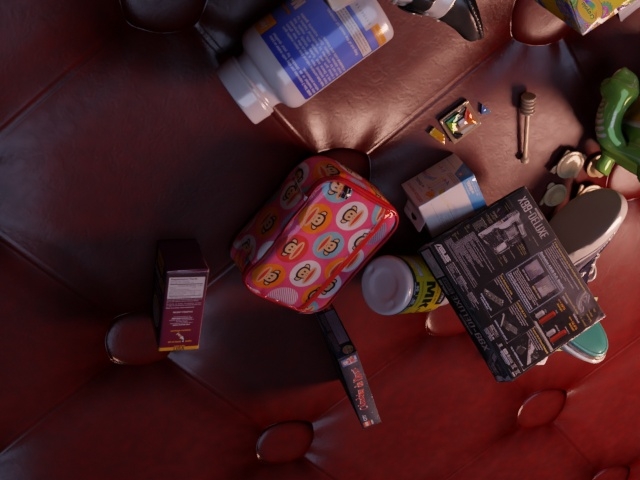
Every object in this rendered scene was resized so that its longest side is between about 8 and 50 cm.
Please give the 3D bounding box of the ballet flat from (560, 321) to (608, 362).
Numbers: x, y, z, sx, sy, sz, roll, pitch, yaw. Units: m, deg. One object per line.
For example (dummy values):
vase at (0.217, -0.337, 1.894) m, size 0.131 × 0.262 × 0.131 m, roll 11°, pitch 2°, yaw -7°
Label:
ballet flat at (0.425, 0.116, 1.883) m, size 0.400 × 0.139 × 0.139 m, roll 42°, pitch 104°, yaw -2°

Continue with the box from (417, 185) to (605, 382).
box at (0.374, 0.084, 1.759) m, size 0.242 × 0.076 × 0.308 m, roll -31°, pitch 87°, yaw -16°

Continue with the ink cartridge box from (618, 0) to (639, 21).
ink cartridge box at (0.586, -0.531, 1.629) m, size 0.181 × 0.056 × 0.224 m, roll -38°, pitch 148°, yaw 7°

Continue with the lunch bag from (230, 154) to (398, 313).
lunch bag at (0.000, 0.000, 1.725) m, size 0.258 × 0.120 × 0.293 m, roll 26°, pitch 112°, yaw -39°

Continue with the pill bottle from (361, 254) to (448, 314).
pill bottle at (0.187, 0.088, 1.821) m, size 0.208 × 0.119 × 0.119 m, roll 0°, pitch 127°, yaw -51°

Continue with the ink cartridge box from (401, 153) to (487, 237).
ink cartridge box at (0.235, -0.084, 1.767) m, size 0.143 × 0.092 × 0.090 m, roll -30°, pitch 129°, yaw 0°

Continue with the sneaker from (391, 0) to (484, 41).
sneaker at (0.153, -0.434, 1.483) m, size 0.146 × 0.123 × 0.330 m, roll -28°, pitch 133°, yaw 23°

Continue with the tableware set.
tableware set at (0.549, -0.128, 1.912) m, size 0.168 × 0.020 × 0.141 m, roll 2°, pitch 124°, yaw -25°

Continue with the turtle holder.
turtle holder at (0.681, -0.210, 1.798) m, size 0.320 × 0.243 × 0.228 m, roll 29°, pitch 96°, yaw 6°

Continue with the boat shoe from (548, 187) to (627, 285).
boat shoe at (0.559, 0.028, 1.962) m, size 0.158 × 0.127 × 0.340 m, roll 18°, pitch 130°, yaw -37°

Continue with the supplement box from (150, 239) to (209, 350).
supplement box at (-0.268, 0.103, 1.690) m, size 0.080 × 0.104 × 0.188 m, roll -2°, pitch 124°, yaw -21°

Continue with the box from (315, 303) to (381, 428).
box at (0.058, 0.268, 1.907) m, size 0.044 × 0.159 × 0.233 m, roll -23°, pitch 130°, yaw -5°

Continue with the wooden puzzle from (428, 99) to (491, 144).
wooden puzzle at (0.270, -0.226, 1.730) m, size 0.116 × 0.014 × 0.078 m, roll -42°, pitch 129°, yaw 10°

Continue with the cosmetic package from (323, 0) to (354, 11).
cosmetic package at (-0.002, -0.463, 1.266) m, size 0.129 × 0.296 × 0.153 m, roll -30°, pitch 131°, yaw -1°

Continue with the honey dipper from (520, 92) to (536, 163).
honey dipper at (0.410, -0.218, 1.784) m, size 0.030 × 0.030 × 0.161 m, roll -16°, pitch 130°, yaw -10°

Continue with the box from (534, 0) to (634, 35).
box at (0.362, -0.522, 1.382) m, size 0.177 × 0.279 × 0.290 m, roll -33°, pitch 130°, yaw 4°

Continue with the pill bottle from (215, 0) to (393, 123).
pill bottle at (-0.031, -0.313, 1.456) m, size 0.272 × 0.152 × 0.152 m, roll -35°, pitch 129°, yaw 5°

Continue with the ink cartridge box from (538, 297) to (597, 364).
ink cartridge box at (0.549, 0.215, 2.139) m, size 0.235 × 0.056 × 0.171 m, roll 3°, pitch 122°, yaw -21°
